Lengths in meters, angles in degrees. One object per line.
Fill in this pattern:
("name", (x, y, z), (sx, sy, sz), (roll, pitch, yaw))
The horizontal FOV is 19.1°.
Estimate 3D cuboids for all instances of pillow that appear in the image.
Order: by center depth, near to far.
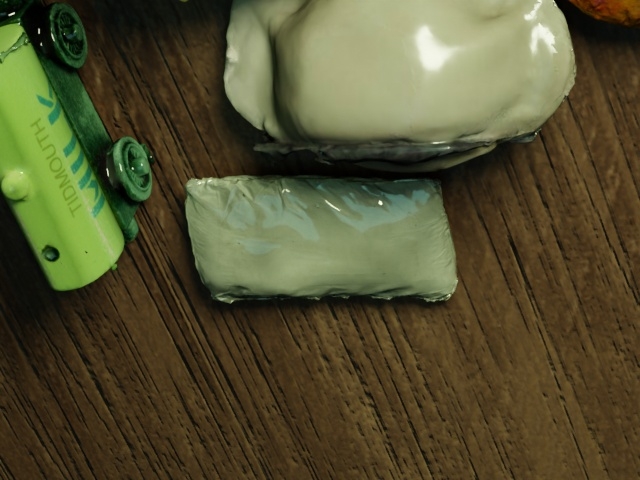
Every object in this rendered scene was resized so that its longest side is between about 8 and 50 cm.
("pillow", (0.000, 0.000, 1.617), (0.229, 0.051, 0.128), (0, 126, 11))

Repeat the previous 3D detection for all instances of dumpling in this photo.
("dumpling", (0.046, -0.148, 1.445), (0.293, 0.163, 0.204), (5, 130, 24))

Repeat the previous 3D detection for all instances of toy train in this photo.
("toy train", (-0.225, -0.080, 1.550), (0.105, 0.157, 0.253), (-11, 120, 20))

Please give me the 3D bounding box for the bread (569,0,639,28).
("bread", (0.303, -0.217, 1.376), (0.269, 0.095, 0.139), (0, 131, 8))
